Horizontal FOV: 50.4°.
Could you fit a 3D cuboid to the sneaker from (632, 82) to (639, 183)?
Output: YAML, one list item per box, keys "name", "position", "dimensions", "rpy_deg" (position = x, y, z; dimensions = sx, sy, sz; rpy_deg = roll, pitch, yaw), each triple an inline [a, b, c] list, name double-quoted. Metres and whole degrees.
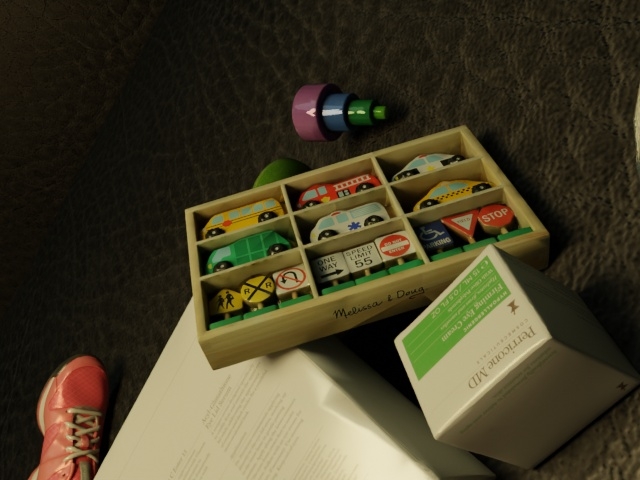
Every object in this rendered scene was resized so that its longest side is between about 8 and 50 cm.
- name: "sneaker"
  position: [0.233, -0.153, 0.420]
  dimensions: [0.110, 0.122, 0.283]
  rpy_deg: [-3, 66, 57]

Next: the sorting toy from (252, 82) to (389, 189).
- name: "sorting toy"
  position: [0.000, 0.000, 0.722]
  dimensions: [0.126, 0.127, 0.366]
  rpy_deg: [6, 75, 35]

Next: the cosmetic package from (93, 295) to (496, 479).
- name: "cosmetic package"
  position: [-0.076, 0.253, 0.562]
  dimensions: [0.284, 0.097, 0.377]
  rpy_deg: [36, 100, 38]

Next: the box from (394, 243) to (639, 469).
- name: "box"
  position: [0.124, 0.078, 0.443]
  dimensions: [0.101, 0.102, 0.087]
  rpy_deg: [-49, 35, 23]

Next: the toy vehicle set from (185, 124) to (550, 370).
- name: "toy vehicle set"
  position: [0.026, -0.004, 0.557]
  dimensions: [0.266, 0.035, 0.166]
  rpy_deg: [-17, 40, -3]

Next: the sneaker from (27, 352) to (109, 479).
- name: "sneaker"
  position: [-0.384, 0.340, 1.077]
  dimensions: [0.136, 0.116, 0.314]
  rpy_deg: [0, 75, 47]
